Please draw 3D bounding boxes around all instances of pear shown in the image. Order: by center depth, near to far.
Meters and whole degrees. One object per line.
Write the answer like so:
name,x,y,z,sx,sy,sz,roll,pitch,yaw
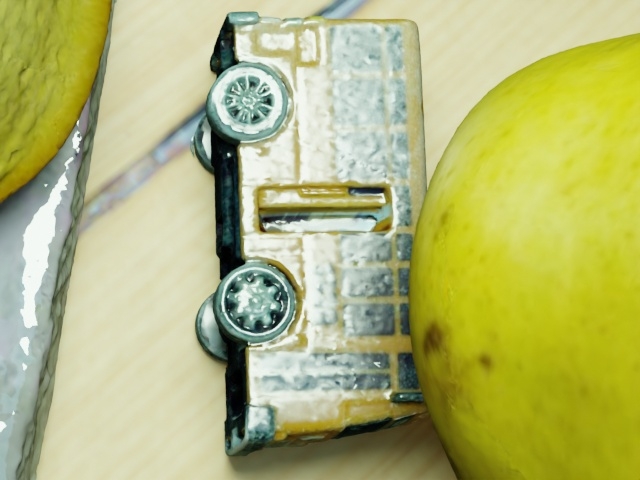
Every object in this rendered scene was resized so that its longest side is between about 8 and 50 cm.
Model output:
pear,0.245,0.056,0.746,0.418,0.362,0.362,9,80,13

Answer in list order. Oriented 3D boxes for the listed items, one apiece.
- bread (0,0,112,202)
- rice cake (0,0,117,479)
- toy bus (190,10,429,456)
bread,-0.221,-0.106,0.768,0.270,0.148,0.270,-3,76,11
rice cake,-0.133,-0.038,0.837,0.070,0.064,0.399,8,80,2
toy bus,0.000,0.000,0.843,0.103,0.091,0.182,-1,80,-10
